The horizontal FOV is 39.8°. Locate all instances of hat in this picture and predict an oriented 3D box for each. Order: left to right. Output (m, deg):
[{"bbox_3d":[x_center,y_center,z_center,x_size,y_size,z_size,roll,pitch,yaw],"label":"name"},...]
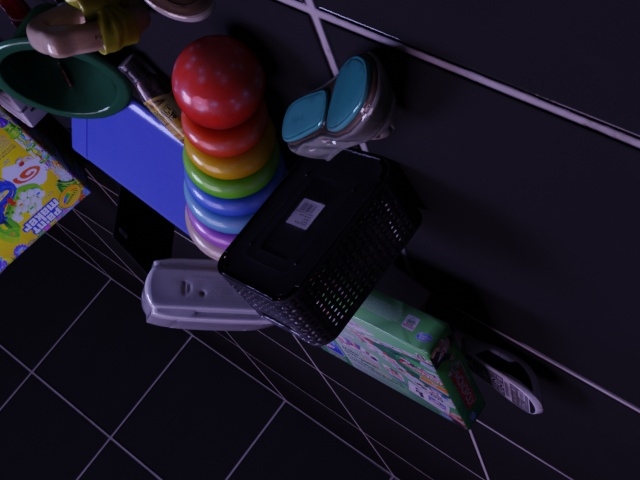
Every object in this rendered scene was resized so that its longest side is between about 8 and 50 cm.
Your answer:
[{"bbox_3d":[-0.331,-0.283,1.134,0.208,0.184,0.173,23,150,-37],"label":"hat"}]

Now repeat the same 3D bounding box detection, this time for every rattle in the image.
[{"bbox_3d":[-0.258,-0.270,0.914,0.143,0.130,0.200,62,-179,-34],"label":"rattle"}]

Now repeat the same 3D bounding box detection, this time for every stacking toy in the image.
[{"bbox_3d":[-0.094,-0.101,0.955,0.141,0.141,0.330,34,157,15],"label":"stacking toy"}]

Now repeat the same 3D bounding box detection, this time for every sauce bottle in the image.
[{"bbox_3d":[-0.199,-0.176,1.099,0.128,0.042,0.042,46,163,-27],"label":"sauce bottle"}]

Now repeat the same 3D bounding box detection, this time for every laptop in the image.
[{"bbox_3d":[-0.391,-0.058,1.708,0.264,0.136,0.234,30,162,28],"label":"laptop"}]

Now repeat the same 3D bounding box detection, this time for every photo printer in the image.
[{"bbox_3d":[-0.189,0.102,1.578,0.256,0.107,0.307,4,171,-12],"label":"photo printer"}]

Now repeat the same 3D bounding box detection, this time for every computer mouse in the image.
[{"bbox_3d":[0.210,0.147,1.116,0.193,0.042,0.106,36,161,30],"label":"computer mouse"}]

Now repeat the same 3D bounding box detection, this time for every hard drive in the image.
[{"bbox_3d":[-0.216,-0.107,1.242,0.318,0.040,0.210,36,147,8],"label":"hard drive"}]

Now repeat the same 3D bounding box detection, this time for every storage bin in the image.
[{"bbox_3d":[0.000,0.000,0.890,0.122,0.180,0.084,22,159,45],"label":"storage bin"}]

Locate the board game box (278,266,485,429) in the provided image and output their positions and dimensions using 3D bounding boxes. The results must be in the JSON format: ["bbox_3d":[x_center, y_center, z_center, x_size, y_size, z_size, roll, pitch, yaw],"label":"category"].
[{"bbox_3d":[0.045,0.110,1.116,0.317,0.046,0.213,25,158,35],"label":"board game box"}]

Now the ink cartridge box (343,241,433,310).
[{"bbox_3d":[0.066,0.081,1.192,0.115,0.067,0.198,36,165,4],"label":"ink cartridge box"}]

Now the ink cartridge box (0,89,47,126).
[{"bbox_3d":[-0.559,-0.279,1.596,0.099,0.056,0.135,35,165,17],"label":"ink cartridge box"}]

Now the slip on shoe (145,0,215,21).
[{"bbox_3d":[-0.148,-0.245,0.772,0.135,0.051,0.041,45,168,5],"label":"slip on shoe"}]

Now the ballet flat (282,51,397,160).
[{"bbox_3d":[0.029,-0.110,0.755,0.068,0.072,0.213,14,173,-19],"label":"ballet flat"}]

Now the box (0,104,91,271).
[{"bbox_3d":[-0.674,-0.124,1.792,0.279,0.290,0.177,48,-178,-32],"label":"box"}]
